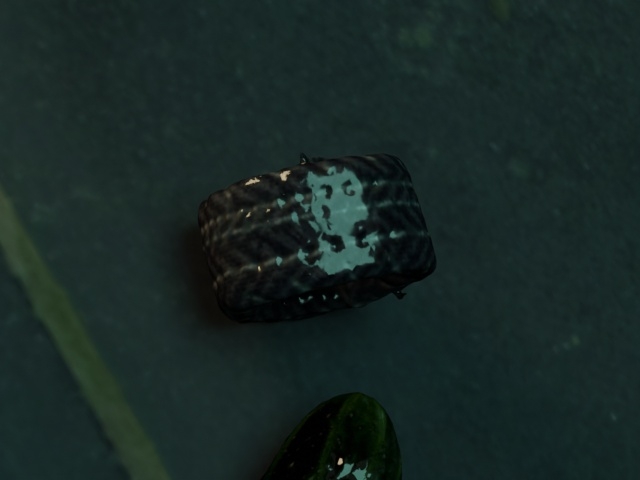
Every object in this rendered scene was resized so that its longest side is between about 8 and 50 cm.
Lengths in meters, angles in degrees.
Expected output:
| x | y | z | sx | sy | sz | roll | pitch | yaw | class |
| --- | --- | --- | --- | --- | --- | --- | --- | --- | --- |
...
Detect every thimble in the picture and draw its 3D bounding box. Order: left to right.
| x | y | z | sx | sy | sz | roll | pitch | yaw | class |
| --- | --- | --- | --- | --- | --- | --- | --- | --- | --- |
| -0.001 | 0.000 | 0.936 | 0.104 | 0.095 | 0.066 | -2 | 73 | -49 | thimble |

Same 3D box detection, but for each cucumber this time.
| x | y | z | sx | sy | sz | roll | pitch | yaw | class |
| --- | --- | --- | --- | --- | --- | --- | --- | --- | --- |
| -0.022 | 0.169 | 0.869 | 0.074 | 0.074 | 0.241 | 37 | 52 | -15 | cucumber |
